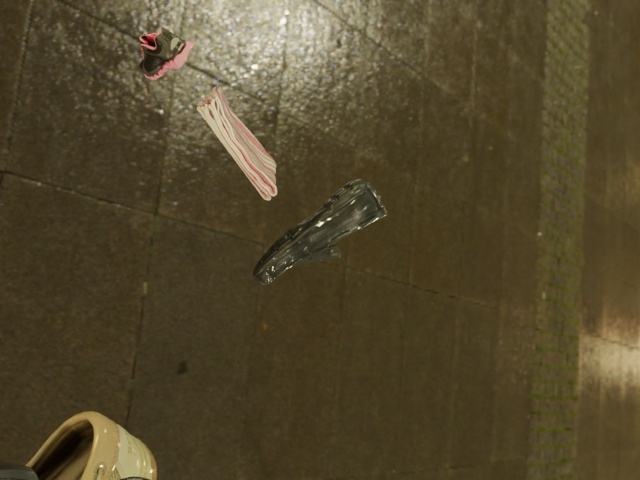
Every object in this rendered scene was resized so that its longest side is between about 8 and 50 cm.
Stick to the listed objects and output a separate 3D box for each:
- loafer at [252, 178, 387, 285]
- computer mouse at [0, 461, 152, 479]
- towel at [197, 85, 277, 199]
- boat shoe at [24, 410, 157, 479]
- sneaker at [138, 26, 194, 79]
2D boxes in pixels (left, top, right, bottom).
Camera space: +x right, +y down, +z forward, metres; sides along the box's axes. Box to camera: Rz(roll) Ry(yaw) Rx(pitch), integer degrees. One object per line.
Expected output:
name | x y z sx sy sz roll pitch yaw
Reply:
loafer | 0.000 0.000 1.135 0.223 0.076 0.078 -38 102 -2
computer mouse | -0.216 0.218 0.614 0.041 0.242 0.071 142 -46 -84
towel | -0.100 -0.134 1.002 0.144 0.029 0.197 54 7 -16
boat shoe | -0.287 0.298 0.662 0.341 0.122 0.110 -55 148 -21
sneaker | -0.208 -0.241 0.975 0.057 0.119 0.047 32 70 -30
